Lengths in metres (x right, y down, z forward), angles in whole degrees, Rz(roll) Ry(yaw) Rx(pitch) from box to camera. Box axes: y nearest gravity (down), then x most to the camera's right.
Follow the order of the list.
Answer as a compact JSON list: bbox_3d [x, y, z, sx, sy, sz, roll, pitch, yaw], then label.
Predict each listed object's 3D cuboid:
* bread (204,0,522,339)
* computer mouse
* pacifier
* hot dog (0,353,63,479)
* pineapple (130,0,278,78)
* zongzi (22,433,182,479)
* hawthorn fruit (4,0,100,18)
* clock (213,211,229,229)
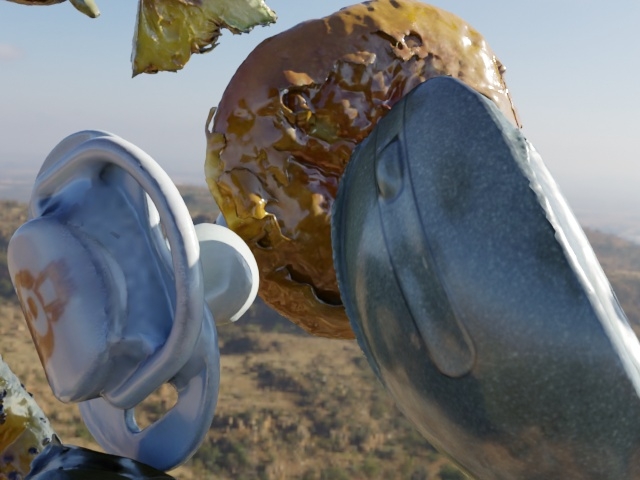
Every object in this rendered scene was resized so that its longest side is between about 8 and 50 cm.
[{"bbox_3d":[0.046,-0.072,0.926,0.358,0.337,0.204,-23,5,-18],"label":"bread"},{"bbox_3d":[0.117,0.039,0.646,0.114,0.374,0.203,-7,-30,-43],"label":"computer mouse"},{"bbox_3d":[-0.127,0.037,0.687,0.227,0.279,0.207,-37,-20,35],"label":"pacifier"},{"bbox_3d":[-0.569,0.286,1.204,0.367,0.365,0.196,-25,6,3],"label":"hot dog"},{"bbox_3d":[-0.138,-0.304,1.013,0.164,0.250,0.140,5,5,-19],"label":"pineapple"},{"bbox_3d":[-0.112,0.253,0.513,0.300,0.145,0.274,3,27,23],"label":"zongzi"},{"bbox_3d":[-0.215,-0.249,0.579,0.199,0.251,0.199,-33,-7,-4],"label":"hawthorn fruit"},{"bbox_3d":[0.000,0.000,1.380,0.338,0.102,0.338,28,9,-5],"label":"clock"}]
